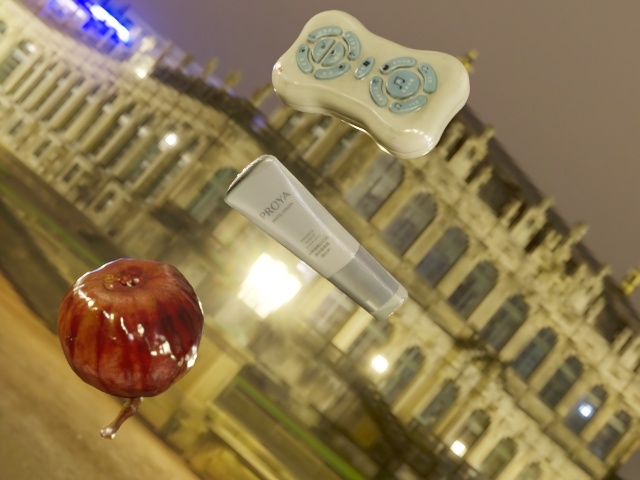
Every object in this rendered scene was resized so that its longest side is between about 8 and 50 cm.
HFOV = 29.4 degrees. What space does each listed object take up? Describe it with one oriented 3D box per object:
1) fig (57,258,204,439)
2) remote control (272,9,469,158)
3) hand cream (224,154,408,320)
[{"bbox_3d":[-0.158,0.087,1.022,0.128,0.128,0.151,90,-5,-80],"label":"fig"},{"bbox_3d":[0.030,-0.100,0.769,0.122,0.074,0.032,26,-19,26],"label":"remote control"},{"bbox_3d":[0.000,0.000,1.447,0.255,0.079,0.048,41,11,-22],"label":"hand cream"}]
